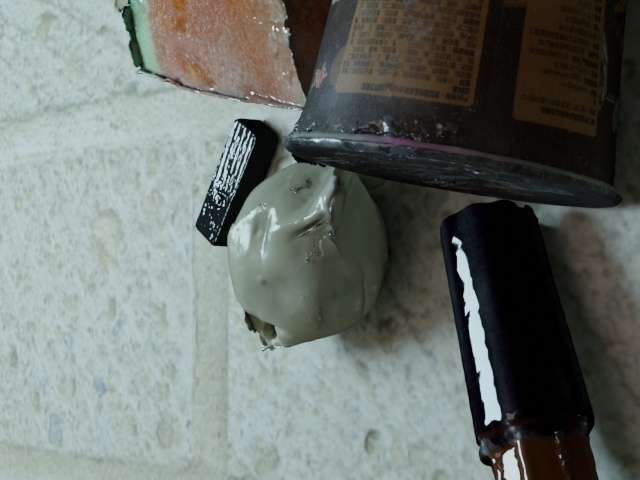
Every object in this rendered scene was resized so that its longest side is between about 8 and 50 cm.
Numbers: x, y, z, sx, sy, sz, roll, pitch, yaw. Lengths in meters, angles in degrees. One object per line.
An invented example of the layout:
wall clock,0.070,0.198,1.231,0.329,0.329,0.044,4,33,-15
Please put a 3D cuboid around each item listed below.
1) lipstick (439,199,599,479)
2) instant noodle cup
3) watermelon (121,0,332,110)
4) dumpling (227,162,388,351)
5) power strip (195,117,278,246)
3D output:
lipstick,0.144,0.168,0.872,0.077,0.077,0.418,-37,52,42
instant noodle cup,0.096,-0.137,0.891,0.217,0.217,0.207,9,89,49
watermelon,-0.060,-0.186,1.124,0.318,0.148,0.226,-34,71,45
dumpling,0.000,0.000,1.058,0.118,0.136,0.199,36,144,6
power strip,-0.072,-0.048,1.205,0.038,0.029,0.111,42,119,42
